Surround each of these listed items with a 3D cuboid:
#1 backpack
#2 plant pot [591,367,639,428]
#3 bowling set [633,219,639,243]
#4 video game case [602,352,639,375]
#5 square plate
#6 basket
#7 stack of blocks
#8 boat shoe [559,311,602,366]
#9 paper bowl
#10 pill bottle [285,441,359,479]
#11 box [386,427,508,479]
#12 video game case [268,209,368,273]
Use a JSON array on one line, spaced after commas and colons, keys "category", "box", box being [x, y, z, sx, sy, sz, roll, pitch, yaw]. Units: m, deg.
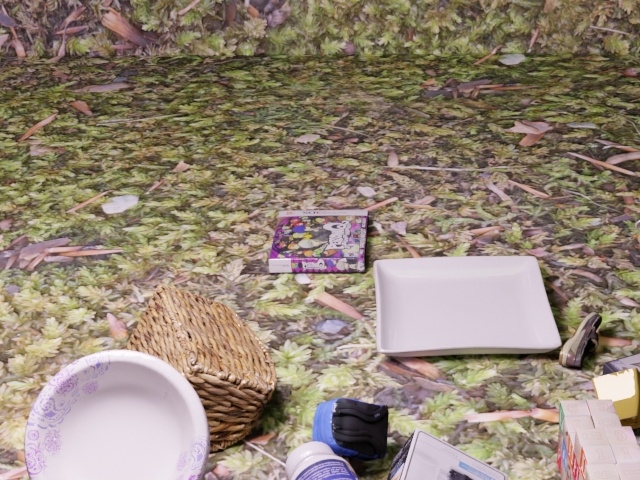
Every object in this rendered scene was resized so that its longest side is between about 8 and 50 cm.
[{"category": "backpack", "box": [0.041, 0.318, 1.929, 0.120, 0.098, 0.101, 20, -30, -37]}, {"category": "plant pot", "box": [0.523, 0.280, 1.994, 0.081, 0.081, 0.083, -19, 51, 23]}, {"category": "bowling set", "box": [0.803, 0.031, 2.409, 0.287, 0.154, 0.200, 3, 48, 7]}, {"category": "video game case", "box": [0.691, 0.263, 2.073, 0.275, 0.035, 0.248, -12, 31, -17]}, {"category": "square plate", "box": [0.283, 0.135, 2.322, 0.347, 0.049, 0.344, -1, 29, 2]}, {"category": "basket", "box": [-0.225, 0.259, 2.096, 0.213, 0.223, 0.299, 21, 17, -30]}, {"category": "stack of blocks", "box": [0.430, 0.366, 1.770, 0.087, 0.171, 0.297, -1, 29, 2]}, {"category": "boat shoe", "box": [0.504, 0.194, 2.200, 0.049, 0.056, 0.152, 22, 46, 28]}, {"category": "paper bowl", "box": [-0.317, 0.323, 1.844, 0.284, 0.284, 0.148, -5, -14, -4]}, {"category": "pill bottle", "box": [0.013, 0.400, 1.800, 0.112, 0.112, 0.186, -12, 31, -16]}, {"category": "box", "box": [0.163, 0.429, 1.674, 0.169, 0.087, 0.290, 29, 38, -1]}, {"category": "video game case", "box": [0.000, 0.000, 2.594, 0.210, 0.041, 0.232, -1, 29, 6]}]
